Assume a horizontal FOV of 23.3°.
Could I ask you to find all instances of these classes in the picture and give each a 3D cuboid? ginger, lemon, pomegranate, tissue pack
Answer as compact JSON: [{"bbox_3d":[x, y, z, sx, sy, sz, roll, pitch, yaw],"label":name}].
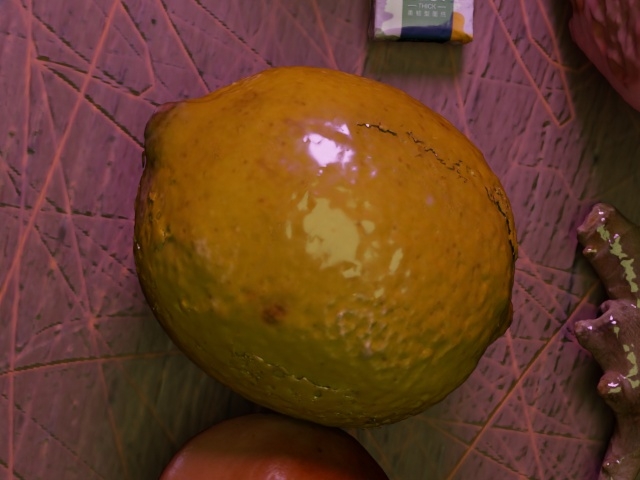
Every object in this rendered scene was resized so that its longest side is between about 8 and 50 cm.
[{"bbox_3d":[0.247,0.113,1.271,0.089,0.075,0.288,1,86,-33],"label":"ginger"},{"bbox_3d":[0.000,0.000,1.130,0.310,0.258,0.258,31,86,-20],"label":"lemon"},{"bbox_3d":[-0.029,0.231,1.162,0.209,0.209,0.209,0,91,-10],"label":"pomegranate"},{"bbox_3d":[0.081,-0.189,1.248,0.083,0.042,0.062,2,93,-10],"label":"tissue pack"}]

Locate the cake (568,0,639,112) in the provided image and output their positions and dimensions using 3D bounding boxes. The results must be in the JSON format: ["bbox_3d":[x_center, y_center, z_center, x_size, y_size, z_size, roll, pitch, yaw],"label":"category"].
[{"bbox_3d":[0.356,-0.241,1.143,0.314,0.307,0.293,-13,122,-14],"label":"cake"}]
